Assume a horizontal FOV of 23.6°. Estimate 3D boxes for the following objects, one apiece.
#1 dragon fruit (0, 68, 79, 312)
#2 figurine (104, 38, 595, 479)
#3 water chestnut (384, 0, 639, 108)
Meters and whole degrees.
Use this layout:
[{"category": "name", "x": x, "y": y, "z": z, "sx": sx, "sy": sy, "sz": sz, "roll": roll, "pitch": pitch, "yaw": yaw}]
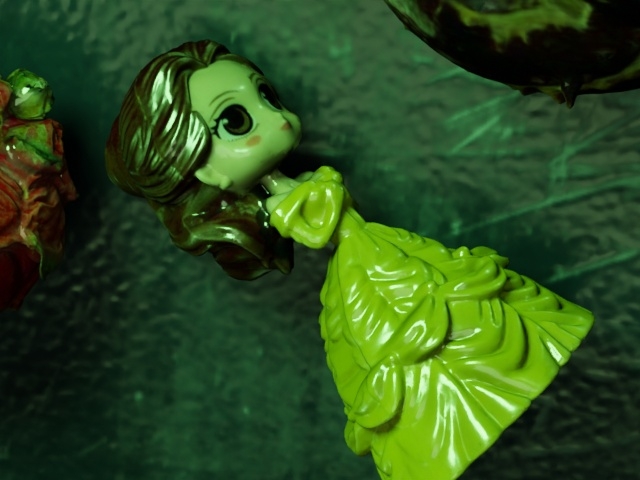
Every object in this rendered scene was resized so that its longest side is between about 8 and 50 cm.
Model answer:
[{"category": "dragon fruit", "x": -0.276, "y": -0.017, "z": 0.996, "sx": 0.274, "sy": 0.193, "sz": 0.192, "roll": -37, "pitch": 125, "yaw": 17}, {"category": "figurine", "x": 0.002, "y": -0.002, "z": 0.970, "sx": 0.315, "sy": 0.168, "sz": 0.187, "roll": 45, "pitch": 65, "yaw": 2}, {"category": "water chestnut", "x": 0.156, "y": -0.233, "z": 0.843, "sx": 0.300, "sy": 0.300, "sz": 0.300, "roll": 2, "pitch": 107, "yaw": 7}]
